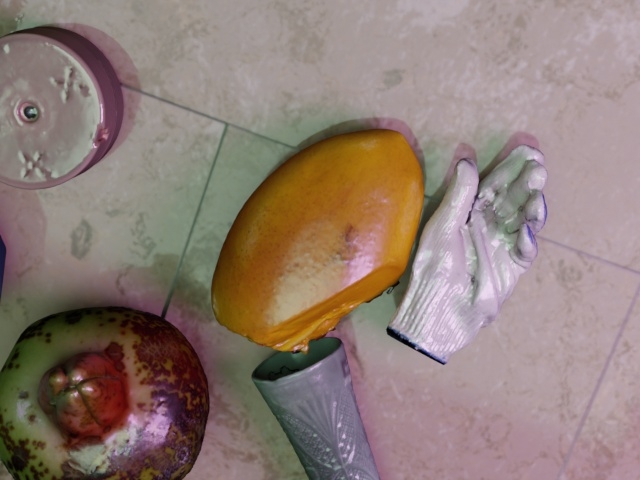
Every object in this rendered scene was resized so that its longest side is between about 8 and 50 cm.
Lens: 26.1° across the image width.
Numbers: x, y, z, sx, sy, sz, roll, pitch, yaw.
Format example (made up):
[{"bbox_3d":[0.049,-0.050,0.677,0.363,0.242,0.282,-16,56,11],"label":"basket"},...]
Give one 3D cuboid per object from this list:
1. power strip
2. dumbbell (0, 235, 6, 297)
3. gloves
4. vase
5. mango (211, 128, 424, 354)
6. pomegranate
[{"bbox_3d":[-0.271,-0.129,1.323,0.154,0.078,0.154,2,104,8],"label":"power strip"},{"bbox_3d":[-0.474,0.045,1.349,0.325,0.144,0.160,-20,98,11],"label":"dumbbell"},{"bbox_3d":[0.143,0.011,1.304,0.119,0.097,0.229,30,106,-14],"label":"gloves"},{"bbox_3d":[0.016,0.213,1.366,0.096,0.096,0.219,-20,103,10],"label":"vase"},{"bbox_3d":[0.000,0.000,1.301,0.154,0.126,0.252,40,95,16],"label":"mango"},{"bbox_3d":[-0.211,0.152,1.297,0.214,0.248,0.214,0,71,0],"label":"pomegranate"}]
